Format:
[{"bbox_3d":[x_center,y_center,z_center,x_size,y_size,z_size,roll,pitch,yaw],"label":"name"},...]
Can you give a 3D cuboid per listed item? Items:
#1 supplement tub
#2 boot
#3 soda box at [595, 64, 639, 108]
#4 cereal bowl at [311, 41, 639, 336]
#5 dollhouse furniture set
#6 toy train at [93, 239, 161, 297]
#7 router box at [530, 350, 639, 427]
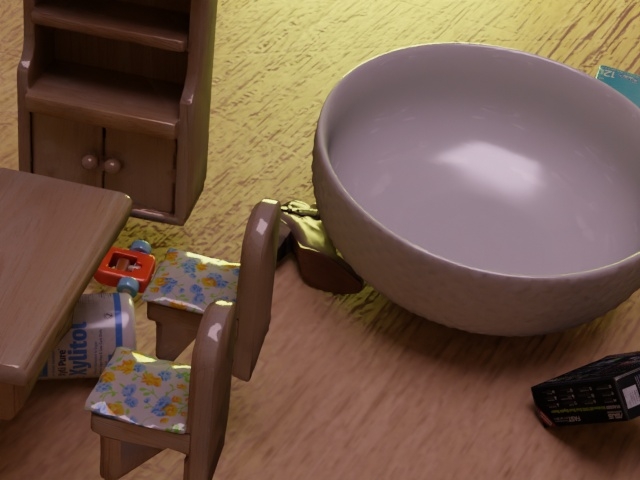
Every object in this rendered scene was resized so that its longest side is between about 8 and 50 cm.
[{"bbox_3d":[-0.207,0.079,1.150,0.107,0.071,0.071,-2,43,-12],"label":"supplement tub"},{"bbox_3d":[0.000,0.000,1.299,0.118,0.042,0.087,24,39,12],"label":"boot"},{"bbox_3d":[0.380,-0.112,1.469,0.210,0.071,0.067,18,43,10],"label":"soda box"},{"bbox_3d":[0.153,-0.033,1.287,0.339,0.141,0.339,5,42,-4],"label":"cereal bowl"},{"bbox_3d":[-0.206,-0.057,1.057,0.362,0.256,0.394,11,35,7],"label":"dollhouse furniture set"},{"bbox_3d":[-0.191,-0.008,1.273,0.125,0.046,0.166,9,44,-2],"label":"toy train"},{"bbox_3d":[0.246,0.120,1.154,0.092,0.122,0.038,-19,89,-27],"label":"router box"}]
